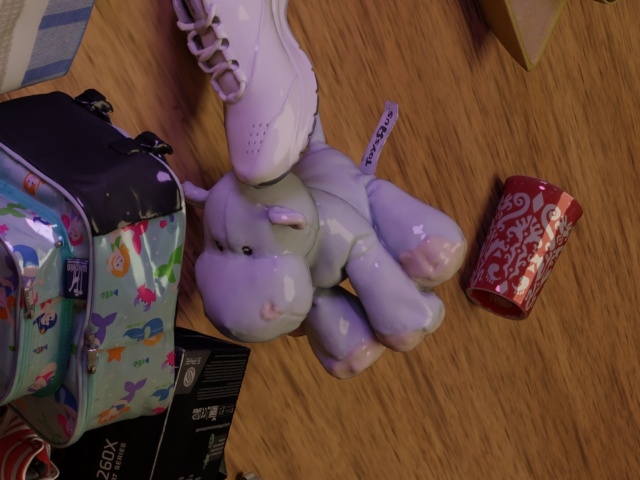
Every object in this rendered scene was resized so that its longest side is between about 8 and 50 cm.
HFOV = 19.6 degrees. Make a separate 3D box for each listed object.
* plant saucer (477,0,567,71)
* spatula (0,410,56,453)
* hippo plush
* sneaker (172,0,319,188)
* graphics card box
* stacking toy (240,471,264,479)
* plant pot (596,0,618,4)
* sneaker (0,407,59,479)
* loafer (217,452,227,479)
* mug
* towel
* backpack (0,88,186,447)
[{"bbox_3d":[0.251,-0.437,2.311,0.333,0.081,0.333,-64,149,-27],"label":"plant saucer"},{"bbox_3d":[-0.258,0.200,1.681,0.242,0.019,0.168,-48,134,-45],"label":"spatula"},{"bbox_3d":[0.000,0.000,1.848,0.236,0.234,0.294,-2,102,-62],"label":"hippo plush"},{"bbox_3d":[-0.083,-0.194,1.747,0.129,0.111,0.297,3,76,-46],"label":"sneaker"},{"bbox_3d":[-0.176,0.263,1.702,0.233,0.094,0.371,9,97,-76],"label":"graphics card box"},{"bbox_3d":[-0.113,0.369,1.982,0.167,0.052,0.221,-20,119,-56],"label":"stacking toy"},{"bbox_3d":[0.322,-0.362,2.284,0.134,0.095,0.134,-31,126,-55],"label":"plant pot"},{"bbox_3d":[-0.246,0.168,1.608,0.118,0.067,0.042,-61,144,-33],"label":"sneaker"},{"bbox_3d":[-0.125,0.219,1.864,0.076,0.078,0.223,43,62,-59],"label":"loafer"},{"bbox_3d":[0.275,0.022,2.503,0.169,0.113,0.150,-64,147,-18],"label":"mug"},{"bbox_3d":[-0.265,-0.170,1.390,0.285,0.034,0.209,-26,149,-47],"label":"towel"},{"bbox_3d":[-0.216,0.036,1.481,0.191,0.225,0.254,-24,128,-31],"label":"backpack"}]
